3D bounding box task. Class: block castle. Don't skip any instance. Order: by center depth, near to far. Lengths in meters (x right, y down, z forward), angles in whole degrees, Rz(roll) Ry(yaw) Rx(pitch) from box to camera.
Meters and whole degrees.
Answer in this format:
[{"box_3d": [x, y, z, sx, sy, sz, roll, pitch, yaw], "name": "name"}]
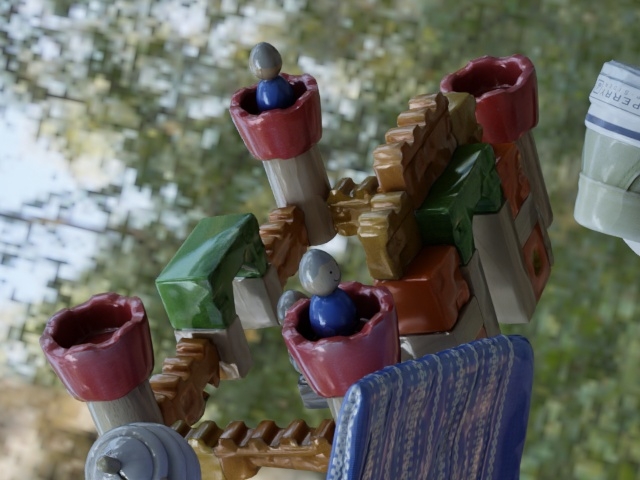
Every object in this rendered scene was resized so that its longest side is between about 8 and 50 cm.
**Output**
[{"box_3d": [0.000, 0.000, 1.637, 0.453, 0.303, 0.213, -56, -44, -50], "name": "block castle"}]

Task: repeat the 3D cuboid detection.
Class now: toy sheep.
[{"box_3d": [-0.129, 0.174, 1.451, 0.132, 0.091, 0.091, 51, -125, -66], "name": "toy sheep"}]

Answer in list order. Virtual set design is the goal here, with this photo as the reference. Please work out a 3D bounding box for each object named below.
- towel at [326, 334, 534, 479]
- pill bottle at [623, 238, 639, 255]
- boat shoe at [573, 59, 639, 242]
[{"box_3d": [0.072, 0.192, 1.292, 0.336, 0.040, 0.243, -7, -75, -68], "name": "towel"}, {"box_3d": [0.361, -0.055, 1.891, 0.169, 0.094, 0.094, -37, -35, -13], "name": "pill bottle"}, {"box_3d": [0.250, -0.032, 1.164, 0.302, 0.109, 0.094, 12, -75, -41], "name": "boat shoe"}]
